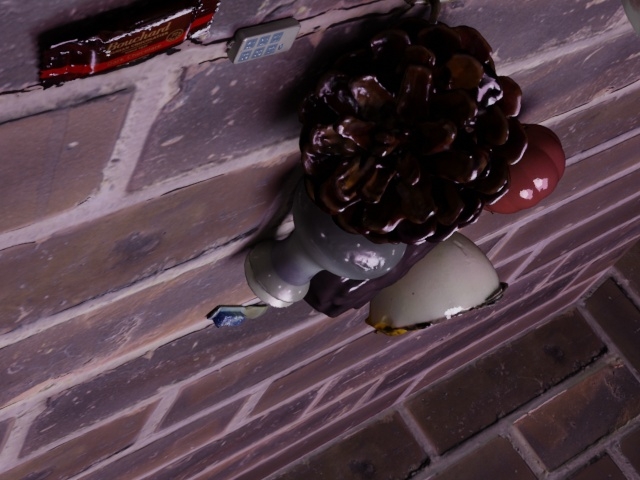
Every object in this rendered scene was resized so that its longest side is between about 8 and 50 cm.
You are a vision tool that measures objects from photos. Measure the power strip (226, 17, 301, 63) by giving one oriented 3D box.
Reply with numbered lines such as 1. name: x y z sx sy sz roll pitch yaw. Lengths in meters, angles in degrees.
1. power strip: -0.059 -0.213 1.193 0.090 0.016 0.040 -22 157 -38

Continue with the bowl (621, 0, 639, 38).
1. bowl: 0.535 -0.409 1.602 0.277 0.145 0.277 -31 162 -11

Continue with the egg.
1. egg: 0.209 0.072 2.213 0.264 0.174 0.286 -21 -179 -38

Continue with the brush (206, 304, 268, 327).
1. brush: -0.133 0.128 1.918 0.033 0.030 0.178 -52 159 14

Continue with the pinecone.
1. pinecone: 0.115 -0.122 1.382 0.298 0.242 0.296 -59 161 21

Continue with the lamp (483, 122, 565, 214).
1. lamp: 0.329 -0.131 1.931 0.182 0.140 0.182 -29 -152 17

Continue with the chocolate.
1. chocolate: -0.172 -0.188 1.030 0.182 0.028 0.086 -28 168 -22

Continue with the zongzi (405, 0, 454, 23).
1. zongzi: 0.291 -0.423 1.067 0.418 0.181 0.447 -28 159 -22

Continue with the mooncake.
1. mooncake: 0.082 0.010 1.842 0.283 0.141 0.283 -33 165 -10

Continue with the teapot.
1. teapot: 0.000 0.000 1.633 0.183 0.183 0.251 -18 167 -46
